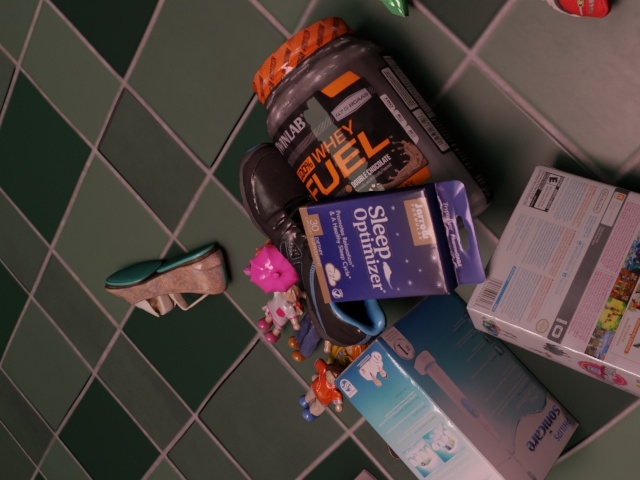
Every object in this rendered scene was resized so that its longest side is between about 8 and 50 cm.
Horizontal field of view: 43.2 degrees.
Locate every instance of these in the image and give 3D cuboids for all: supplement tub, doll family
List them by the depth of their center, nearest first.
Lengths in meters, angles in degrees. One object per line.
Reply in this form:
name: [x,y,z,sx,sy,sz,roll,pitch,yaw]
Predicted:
supplement tub: [0.066,-0.129,1.132,0.338,0.207,0.207,53,130,5]
doll family: [0.005,0.165,1.382,0.263,0.118,0.163,59,139,25]

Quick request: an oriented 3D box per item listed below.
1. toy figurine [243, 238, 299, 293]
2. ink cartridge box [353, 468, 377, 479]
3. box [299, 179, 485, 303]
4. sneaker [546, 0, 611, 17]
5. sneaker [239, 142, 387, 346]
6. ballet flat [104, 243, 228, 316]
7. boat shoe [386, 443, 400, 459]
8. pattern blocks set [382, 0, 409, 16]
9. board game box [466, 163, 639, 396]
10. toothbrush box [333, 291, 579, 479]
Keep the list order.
toy figurine: [-0.065,0.028,1.326,0.173,0.159,0.130,-5,106,38]
ink cartridge box: [0.050,0.574,1.464,0.168,0.171,0.233,40,128,16]
box: [0.086,0.005,1.018,0.225,0.036,0.136,-8,103,34]
sneaker: [0.349,-0.383,0.908,0.118,0.107,0.279,25,127,4]
sneaker: [0.000,0.000,1.198,0.341,0.125,0.139,59,162,-5]
ballet flat: [-0.299,0.091,1.564,0.316,0.107,0.106,-13,108,40]
boat shoe: [0.119,0.313,1.381,0.056,0.049,0.152,1,110,36]
pattern blocks set: [0.149,-0.440,1.017,0.285,0.026,0.325,38,127,1]
board game box: [0.366,0.058,0.979,0.303,0.224,0.097,22,163,28]
toothbrush box: [0.202,0.239,1.183,0.295,0.216,0.126,46,129,10]
